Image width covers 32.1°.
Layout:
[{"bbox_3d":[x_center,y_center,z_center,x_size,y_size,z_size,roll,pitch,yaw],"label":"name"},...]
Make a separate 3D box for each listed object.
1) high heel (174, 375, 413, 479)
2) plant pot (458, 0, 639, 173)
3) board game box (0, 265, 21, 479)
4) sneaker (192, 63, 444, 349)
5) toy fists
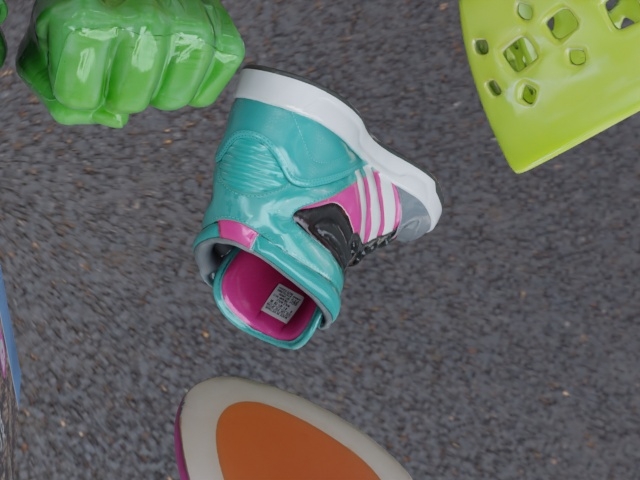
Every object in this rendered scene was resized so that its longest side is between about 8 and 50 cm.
[{"bbox_3d":[0.029,0.253,0.630,0.127,0.181,0.377,-27,68,-27],"label":"high heel"},{"bbox_3d":[0.232,-0.214,0.950,0.228,0.227,0.207,-29,93,26],"label":"plant pot"},{"bbox_3d":[-0.155,0.035,0.230,0.141,0.291,0.232,-6,122,-9],"label":"board game box"},{"bbox_3d":[0.000,0.000,0.871,0.295,0.124,0.178,31,78,-58],"label":"sneaker"},{"bbox_3d":[-0.186,-0.131,0.675,0.279,0.142,0.096,4,115,-24],"label":"toy fists"}]
